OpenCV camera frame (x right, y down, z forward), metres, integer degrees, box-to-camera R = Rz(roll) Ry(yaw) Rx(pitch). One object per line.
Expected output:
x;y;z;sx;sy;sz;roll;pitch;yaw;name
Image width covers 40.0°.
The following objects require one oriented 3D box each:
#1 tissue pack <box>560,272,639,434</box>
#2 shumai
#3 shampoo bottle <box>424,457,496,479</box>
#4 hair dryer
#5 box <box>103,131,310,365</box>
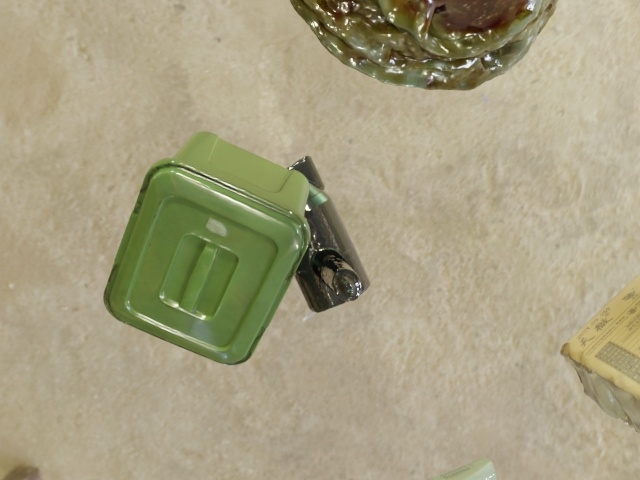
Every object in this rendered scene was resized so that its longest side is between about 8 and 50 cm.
0.339;0.074;0.778;0.222;0.186;0.090;-44;100;-3;tissue pack
0.133;-0.303;0.762;0.288;0.330;0.291;-44;43;53;shumai
0.154;0.371;1.274;0.072;0.213;0.049;153;101;-70;shampoo bottle
0.000;0.000;1.366;0.116;0.302;0.244;-27;102;-6;hair dryer
-0.161;0.007;1.351;0.253;0.177;0.328;26;127;-5;box
